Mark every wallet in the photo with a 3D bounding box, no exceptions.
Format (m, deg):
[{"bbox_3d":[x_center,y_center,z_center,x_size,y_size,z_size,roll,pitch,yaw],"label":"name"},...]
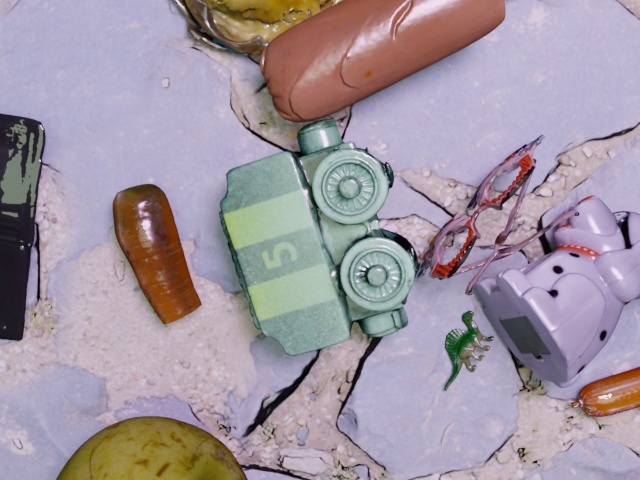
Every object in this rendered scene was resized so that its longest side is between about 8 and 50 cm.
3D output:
[{"bbox_3d":[-0.523,-0.029,0.962,0.247,0.041,0.323,11,99,0],"label":"wallet"}]

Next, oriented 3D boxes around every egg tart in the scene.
[{"bbox_3d":[-0.083,-0.384,0.896,0.290,0.107,0.291,0,94,0],"label":"egg tart"}]

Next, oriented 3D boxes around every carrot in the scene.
[{"bbox_3d":[-0.228,0.019,0.945,0.087,0.087,0.193,-17,94,2],"label":"carrot"}]

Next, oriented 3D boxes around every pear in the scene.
[{"bbox_3d":[-0.225,0.372,0.896,0.283,0.283,0.284,0,95,0],"label":"pear"}]

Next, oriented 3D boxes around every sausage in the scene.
[{"bbox_3d":[0.525,0.185,0.973,0.347,0.053,0.053,-18,95,2],"label":"sausage"},{"bbox_3d":[0.070,-0.252,0.857,0.304,0.121,0.121,-25,95,6],"label":"sausage"}]

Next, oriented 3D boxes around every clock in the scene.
[{"bbox_3d":[0.359,0.050,0.912,0.254,0.189,0.189,-37,94,-8],"label":"clock"}]

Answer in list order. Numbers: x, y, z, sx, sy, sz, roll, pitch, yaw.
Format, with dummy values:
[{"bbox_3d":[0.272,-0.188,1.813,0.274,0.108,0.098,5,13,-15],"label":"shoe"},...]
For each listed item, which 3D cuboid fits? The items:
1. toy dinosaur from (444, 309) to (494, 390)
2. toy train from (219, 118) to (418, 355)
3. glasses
[{"bbox_3d":[0.204,0.161,0.990,0.060,0.029,0.120,32,100,13],"label":"toy dinosaur"},{"bbox_3d":[0.000,0.000,0.906,0.238,0.167,0.299,-18,94,7],"label":"toy train"},{"bbox_3d":[0.229,-0.027,0.906,0.095,0.162,0.255,39,98,-15],"label":"glasses"}]
